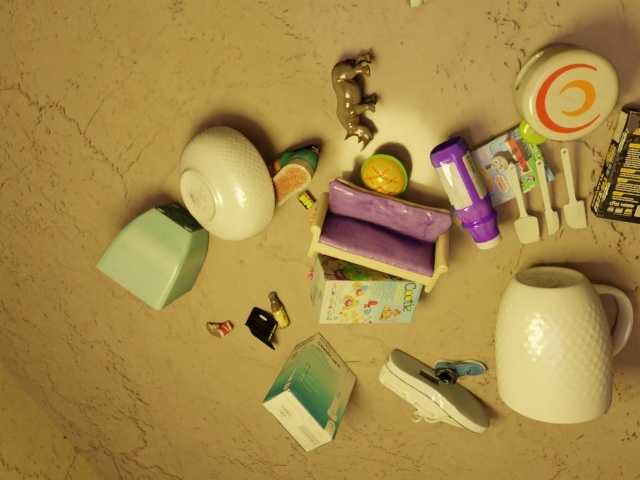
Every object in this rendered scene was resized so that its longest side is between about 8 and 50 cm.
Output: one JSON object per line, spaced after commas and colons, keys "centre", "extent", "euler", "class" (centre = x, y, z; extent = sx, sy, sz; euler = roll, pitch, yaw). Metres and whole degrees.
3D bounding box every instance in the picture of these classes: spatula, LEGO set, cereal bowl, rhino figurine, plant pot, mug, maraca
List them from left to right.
{"centre": [-0.501, 0.025, 1.533], "extent": [0.247, 0.248, 0.252], "euler": [35, 104, 1], "class": "plant pot"}
{"centre": [-0.294, -0.144, 1.367], "extent": [0.338, 0.141, 0.339], "euler": [23, 129, 32], "class": "cereal bowl"}
{"centre": [0.000, 0.000, 1.416], "extent": [0.132, 0.107, 0.287], "euler": [-2, 113, 20], "class": "LEGO set"}
{"centre": [0.091, -0.352, 1.244], "extent": [0.106, 0.073, 0.244], "euler": [-3, 114, 16], "class": "rhino figurine"}
{"centre": [0.172, -0.154, 1.294], "extent": [0.127, 0.099, 0.186], "euler": [10, 135, 19], "class": "maraca"}
{"centre": [0.560, -0.105, 1.192], "extent": [0.168, 0.019, 0.242], "euler": [-15, 122, 22], "class": "spatula"}
{"centre": [0.639, 0.238, 1.239], "extent": [0.373, 0.276, 0.328], "euler": [-11, 104, -9], "class": "mug"}

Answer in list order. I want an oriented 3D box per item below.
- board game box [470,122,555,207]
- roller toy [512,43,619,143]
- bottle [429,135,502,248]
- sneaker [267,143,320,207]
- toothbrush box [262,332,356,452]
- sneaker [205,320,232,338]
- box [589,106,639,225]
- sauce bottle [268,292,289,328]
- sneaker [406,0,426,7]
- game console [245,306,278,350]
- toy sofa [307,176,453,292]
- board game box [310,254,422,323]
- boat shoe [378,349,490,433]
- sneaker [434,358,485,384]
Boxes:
{"centre": [0.455, -0.179, 1.216], "extent": [0.211, 0.039, 0.160], "euler": [-27, 103, 28], "class": "board game box"}
{"centre": [0.537, -0.330, 1.057], "extent": [0.209, 0.146, 0.191], "euler": [-11, 115, 14], "class": "roller toy"}
{"centre": [0.367, -0.113, 1.187], "extent": [0.092, 0.118, 0.283], "euler": [-21, 107, 28], "class": "bottle"}
{"centre": [-0.107, -0.183, 1.381], "extent": [0.302, 0.121, 0.108], "euler": [-18, 123, 45], "class": "sneaker"}
{"centre": [-0.025, 0.478, 1.537], "extent": [0.126, 0.295, 0.216], "euler": [-35, 100, 30], "class": "toothbrush box"}
{"centre": [-0.363, 0.315, 1.730], "extent": [0.118, 0.067, 0.042], "euler": [13, 124, 47], "class": "sneaker"}
{"centre": [0.825, -0.151, 1.080], "extent": [0.321, 0.079, 0.257], "euler": [10, 115, 15], "class": "box"}
{"centre": [-0.143, 0.237, 1.611], "extent": [0.042, 0.042, 0.128], "euler": [-11, 111, 23], "class": "sauce bottle"}
{"centre": [0.202, -0.664, 1.063], "extent": [0.091, 0.094, 0.258], "euler": [-21, 111, 7], "class": "sneaker"}
{"centre": [-0.195, 0.305, 1.655], "extent": [0.122, 0.071, 0.107], "euler": [27, 92, 32], "class": "game console"}
{"centre": [0.158, -0.014, 1.256], "extent": [0.362, 0.150, 0.177], "euler": [17, 136, 0], "class": "toy sofa"}
{"centre": [0.124, 0.136, 1.351], "extent": [0.275, 0.142, 0.145], "euler": [2, 118, -14], "class": "board game box"}
{"centre": [0.343, 0.513, 1.519], "extent": [0.367, 0.136, 0.157], "euler": [31, 120, 7], "class": "boat shoe"}
{"centre": [0.428, 0.409, 1.469], "extent": [0.152, 0.085, 0.058], "euler": [3, 114, 18], "class": "sneaker"}
